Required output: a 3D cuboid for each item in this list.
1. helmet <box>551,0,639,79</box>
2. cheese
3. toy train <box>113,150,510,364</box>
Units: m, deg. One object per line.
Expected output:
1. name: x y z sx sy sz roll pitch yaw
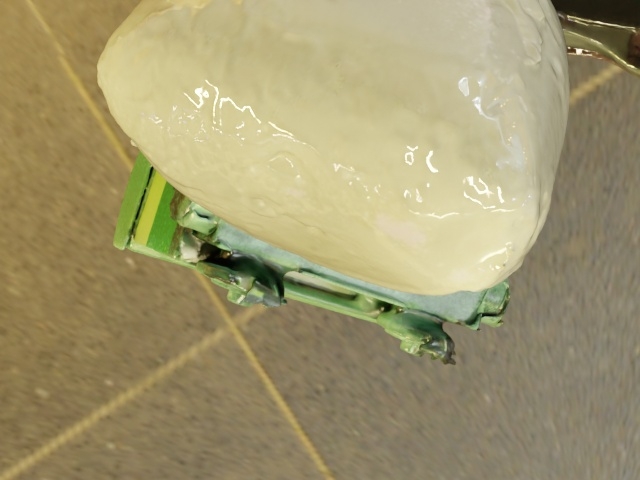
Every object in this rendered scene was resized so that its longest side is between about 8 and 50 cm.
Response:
1. helmet: 0.274 -0.244 1.468 0.338 0.271 0.197 7 77 29
2. cheese: 0.021 -0.067 0.867 0.198 0.154 0.189 23 44 11
3. toy train: 0.000 0.000 1.519 0.300 0.202 0.120 18 92 -29
